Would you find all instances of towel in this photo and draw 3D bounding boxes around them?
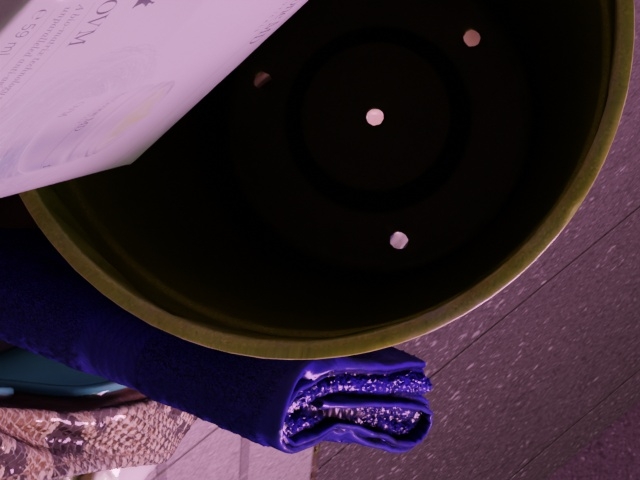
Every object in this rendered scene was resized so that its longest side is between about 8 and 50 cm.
[{"bbox_3d":[-0.094,0.055,1.286,0.227,0.308,0.076,14,95,-64],"label":"towel"}]

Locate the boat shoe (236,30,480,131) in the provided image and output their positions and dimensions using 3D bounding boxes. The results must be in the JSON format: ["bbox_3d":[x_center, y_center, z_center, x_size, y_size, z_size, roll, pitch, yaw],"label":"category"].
[{"bbox_3d":[0.059,-0.137,1.538,0.302,0.109,0.098,-27,155,-22],"label":"boat shoe"}]

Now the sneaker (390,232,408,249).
[{"bbox_3d":[0.030,-0.028,1.617,0.330,0.147,0.130,-28,120,-54],"label":"sneaker"}]

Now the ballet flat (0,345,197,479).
[{"bbox_3d":[-0.237,0.160,1.458,0.483,0.164,0.182,-6,101,-59],"label":"ballet flat"}]

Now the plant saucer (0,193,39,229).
[{"bbox_3d":[-0.256,-0.037,1.267,0.278,0.041,0.278,-36,157,-18],"label":"plant saucer"}]

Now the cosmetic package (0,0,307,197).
[{"bbox_3d":[-0.140,-0.124,0.951,0.224,0.138,0.224,-20,167,-47],"label":"cosmetic package"}]

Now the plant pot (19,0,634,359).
[{"bbox_3d":[0.017,-0.102,1.259,0.366,0.366,0.353,-44,170,3],"label":"plant pot"}]
